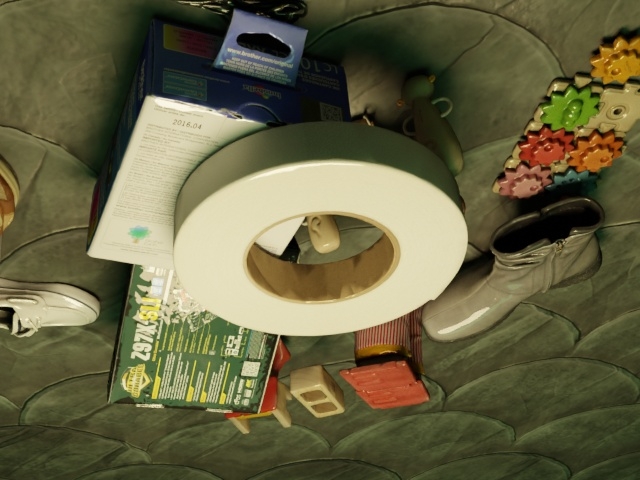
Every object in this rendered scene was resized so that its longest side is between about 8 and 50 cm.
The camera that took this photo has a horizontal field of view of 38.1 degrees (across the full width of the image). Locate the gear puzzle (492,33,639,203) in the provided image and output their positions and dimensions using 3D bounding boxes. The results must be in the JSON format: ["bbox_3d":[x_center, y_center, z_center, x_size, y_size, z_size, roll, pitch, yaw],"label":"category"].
[{"bbox_3d":[0.390,-0.161,1.351,0.175,0.044,0.339,5,141,-14],"label":"gear puzzle"}]

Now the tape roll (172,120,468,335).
[{"bbox_3d":[0.000,0.000,1.233,0.392,0.072,0.392,-3,142,-2],"label":"tape roll"}]

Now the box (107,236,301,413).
[{"bbox_3d":[-0.193,0.124,1.500,0.257,0.079,0.322,8,113,-16],"label":"box"}]

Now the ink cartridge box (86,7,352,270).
[{"bbox_3d":[-0.132,-0.121,1.235,0.270,0.151,0.395,11,142,-21],"label":"ink cartridge box"}]

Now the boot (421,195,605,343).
[{"bbox_3d":[0.294,0.040,1.498,0.338,0.118,0.223,-31,154,7],"label":"boot"}]

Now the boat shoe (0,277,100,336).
[{"bbox_3d":[-0.500,0.121,1.549,0.258,0.084,0.095,8,140,-18],"label":"boat shoe"}]

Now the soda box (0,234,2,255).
[{"bbox_3d":[-0.613,0.038,1.427,0.263,0.083,0.092,-26,139,23],"label":"soda box"}]

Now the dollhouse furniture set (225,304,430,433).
[{"bbox_3d":[0.000,0.195,1.639,0.374,0.201,0.152,-13,143,18],"label":"dollhouse furniture set"}]

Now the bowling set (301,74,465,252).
[{"bbox_3d":[0.113,-0.093,1.347,0.287,0.154,0.200,-30,154,29],"label":"bowling set"}]

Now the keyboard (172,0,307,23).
[{"bbox_3d":[-0.092,-0.334,1.070,0.317,0.033,0.201,7,139,-16],"label":"keyboard"}]

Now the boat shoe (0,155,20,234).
[{"bbox_3d":[-0.505,-0.107,1.225,0.123,0.120,0.324,-16,141,12],"label":"boat shoe"}]
